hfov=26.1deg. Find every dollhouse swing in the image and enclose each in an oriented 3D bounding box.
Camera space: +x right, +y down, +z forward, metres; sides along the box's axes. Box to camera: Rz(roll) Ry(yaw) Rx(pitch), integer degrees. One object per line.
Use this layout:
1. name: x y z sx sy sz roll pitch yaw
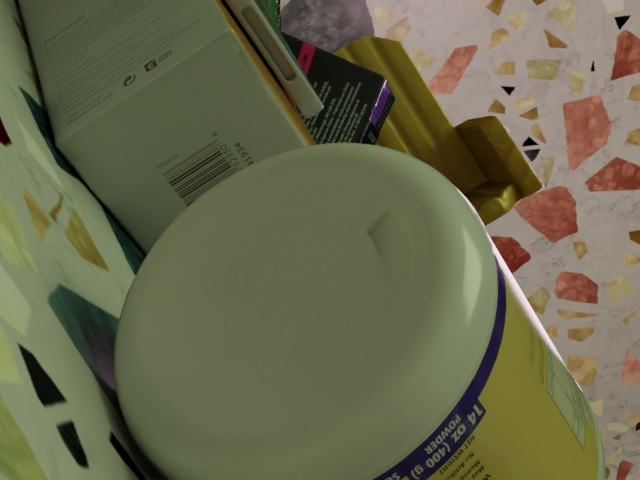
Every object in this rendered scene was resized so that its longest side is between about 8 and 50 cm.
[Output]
1. dollhouse swing: 0.065 -0.119 1.945 0.305 0.347 0.315 61 -3 -5

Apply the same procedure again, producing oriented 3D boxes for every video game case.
1. video game case: -0.079 -0.234 1.256 0.193 0.023 0.212 54 6 -46

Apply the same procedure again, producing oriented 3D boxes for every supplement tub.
1. supplement tub: 0.045 0.121 0.897 0.331 0.241 0.241 53 6 -45

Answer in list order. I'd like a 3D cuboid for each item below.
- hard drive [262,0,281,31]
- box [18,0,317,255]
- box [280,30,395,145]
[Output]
1. hard drive: -0.103 -0.210 1.790 0.237 0.064 0.338 44 45 -76
2. box: -0.135 -0.141 1.251 0.215 0.168 0.345 54 5 -38
3. box: -0.069 -0.162 1.561 0.270 0.143 0.165 25 0 7
